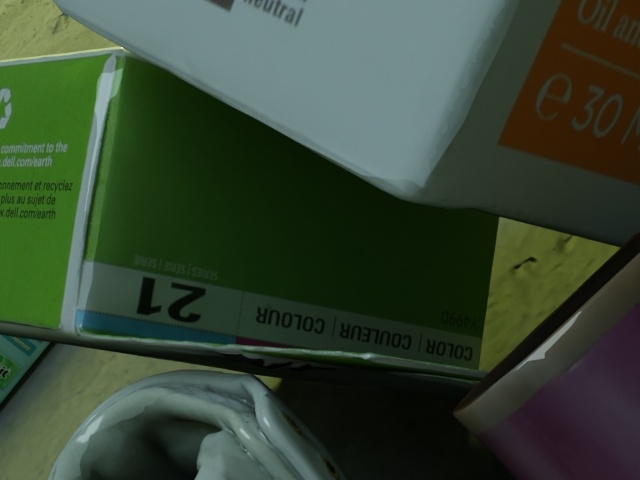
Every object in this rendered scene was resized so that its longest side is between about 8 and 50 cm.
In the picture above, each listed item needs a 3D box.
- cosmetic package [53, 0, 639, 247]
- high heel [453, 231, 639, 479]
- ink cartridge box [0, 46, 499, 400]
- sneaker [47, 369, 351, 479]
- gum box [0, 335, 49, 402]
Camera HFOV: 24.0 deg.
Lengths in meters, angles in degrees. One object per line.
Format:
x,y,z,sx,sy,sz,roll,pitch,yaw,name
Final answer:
0.126,-0.228,0.434,0.161,0.230,0.453,31,104,39,cosmetic package
0.225,-0.006,0.374,0.377,0.181,0.127,-40,-4,-2,high heel
0.000,0.000,0.516,0.255,0.189,0.097,0,80,48,ink cartridge box
0.016,0.134,0.386,0.108,0.169,0.292,-49,34,-9,sneaker
-0.184,0.014,0.861,0.184,0.041,0.157,-53,33,-10,gum box
